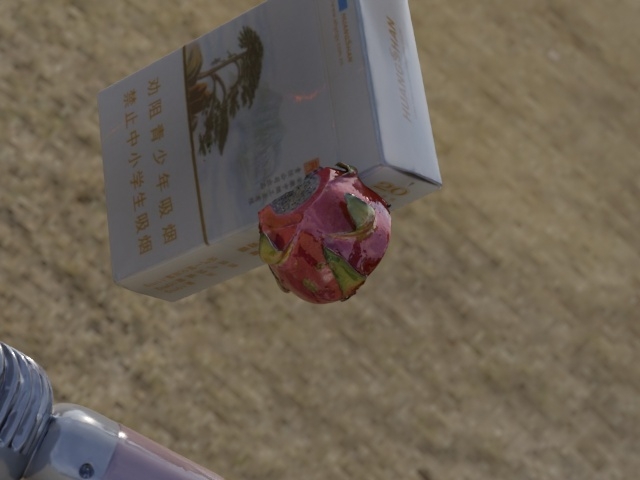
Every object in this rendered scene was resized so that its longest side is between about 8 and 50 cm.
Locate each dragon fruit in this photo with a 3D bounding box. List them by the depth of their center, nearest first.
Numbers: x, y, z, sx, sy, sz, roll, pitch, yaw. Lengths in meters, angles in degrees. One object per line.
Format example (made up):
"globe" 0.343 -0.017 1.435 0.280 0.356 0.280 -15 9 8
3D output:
"dragon fruit" 0.000 0.000 1.044 0.056 0.083 0.060 47 15 -36

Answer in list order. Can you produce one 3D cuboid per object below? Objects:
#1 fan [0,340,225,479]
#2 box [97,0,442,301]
"fan" -0.147 0.098 0.884 0.244 0.074 0.130 29 -9 -14
"box" -0.040 -0.068 1.163 0.067 0.233 0.150 16 59 -50
